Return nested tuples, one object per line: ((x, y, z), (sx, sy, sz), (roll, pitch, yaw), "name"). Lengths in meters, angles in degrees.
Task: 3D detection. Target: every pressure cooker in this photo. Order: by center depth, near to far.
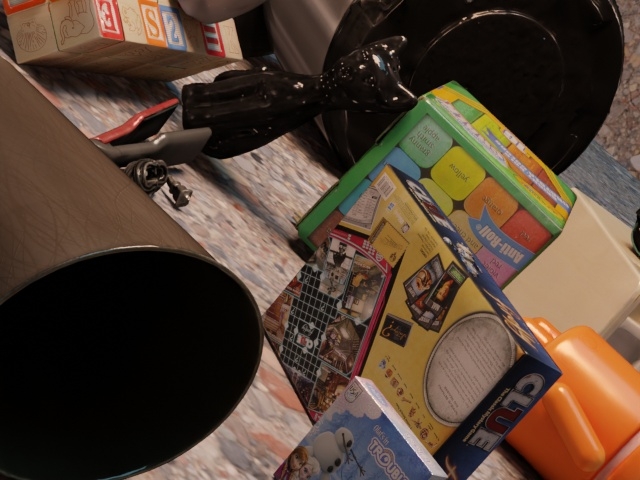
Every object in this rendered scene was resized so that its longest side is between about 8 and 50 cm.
((0.127, -0.275, 2.024), (0.370, 0.375, 0.420), (26, 20, -33), "pressure cooker")

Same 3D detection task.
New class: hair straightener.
((-0.136, -0.068, 1.411), (0.089, 0.047, 0.230), (41, 15, 5), "hair straightener")

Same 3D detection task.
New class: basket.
((-0.168, 0.003, 0.942), (0.227, 0.154, 0.204), (46, 14, 36), "basket")

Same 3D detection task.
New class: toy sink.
((0.305, 0.076, 1.859), (0.131, 0.153, 0.234), (33, 15, -24), "toy sink")

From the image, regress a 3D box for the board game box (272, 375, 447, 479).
((0.023, 0.148, 1.079), (0.020, 0.090, 0.090), (21, 23, -50), "board game box")

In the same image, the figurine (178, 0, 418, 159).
((-0.020, -0.196, 1.550), (0.092, 0.209, 0.214), (23, 59, -66), "figurine")

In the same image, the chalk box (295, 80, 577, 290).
((0.109, -0.021, 1.593), (0.180, 0.179, 0.289), (45, 14, 1), "chalk box")

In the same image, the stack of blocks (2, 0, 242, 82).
((-0.186, -0.245, 1.575), (0.297, 0.087, 0.171), (-7, 83, -69), "stack of blocks")

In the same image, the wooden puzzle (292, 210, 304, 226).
((0.000, 0.000, 1.623), (0.049, 0.006, 0.083), (22, 23, -48), "wooden puzzle")

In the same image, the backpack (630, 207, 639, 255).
((0.447, 0.004, 1.796), (0.144, 0.166, 0.188), (2, 42, -53), "backpack")

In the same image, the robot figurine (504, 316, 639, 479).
((0.236, 0.163, 1.487), (0.219, 0.128, 0.158), (44, -24, 18), "robot figurine")

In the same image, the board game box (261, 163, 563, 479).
((0.056, 0.075, 1.230), (0.042, 0.165, 0.243), (29, 19, -36), "board game box")
